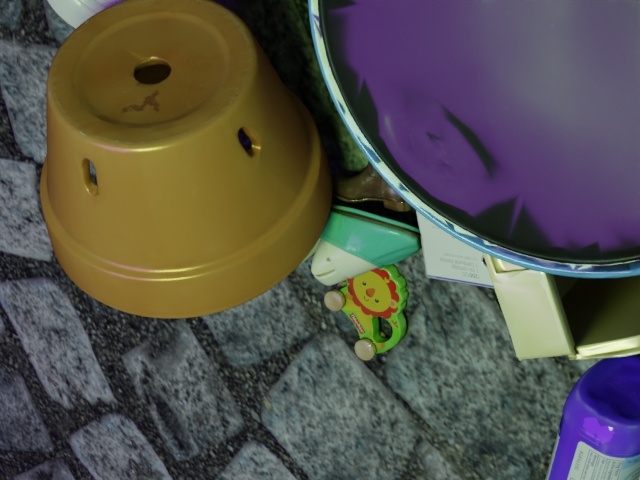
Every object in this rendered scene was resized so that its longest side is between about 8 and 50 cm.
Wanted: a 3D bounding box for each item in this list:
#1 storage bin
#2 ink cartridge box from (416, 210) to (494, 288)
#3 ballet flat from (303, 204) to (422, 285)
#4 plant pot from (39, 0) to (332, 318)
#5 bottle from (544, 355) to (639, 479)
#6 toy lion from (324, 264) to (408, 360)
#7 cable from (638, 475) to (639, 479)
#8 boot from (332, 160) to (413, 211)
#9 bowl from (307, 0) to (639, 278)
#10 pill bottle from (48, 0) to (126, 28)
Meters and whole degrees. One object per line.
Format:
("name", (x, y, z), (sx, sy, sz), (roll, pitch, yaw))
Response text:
("storage bin", (0.215, -0.074, 1.407), (0.123, 0.260, 0.262), (-8, 110, 33))
("ink cartridge box", (0.171, -0.052, 1.649), (0.206, 0.045, 0.208), (10, 120, 41))
("ballet flat", (0.000, 0.000, 1.816), (0.247, 0.083, 0.087), (19, 83, 40))
("plant pot", (-0.142, -0.100, 1.704), (0.291, 0.291, 0.203), (31, 152, 28))
("bottle", (0.264, 0.242, 1.693), (0.092, 0.118, 0.283), (31, 133, 26))
("toy lion", (0.058, 0.066, 1.857), (0.096, 0.034, 0.100), (-28, 94, 43))
("cable", (0.358, 0.152, 1.441), (0.089, 0.257, 0.257), (33, 155, -2))
("boot", (0.047, -0.091, 1.754), (0.106, 0.037, 0.114), (12, 127, 26))
("bowl", (0.166, -0.154, 1.182), (0.391, 0.077, 0.391), (13, 119, 24))
("pill bottle", (-0.156, -0.313, 1.713), (0.283, 0.160, 0.160), (-31, 92, 51))
